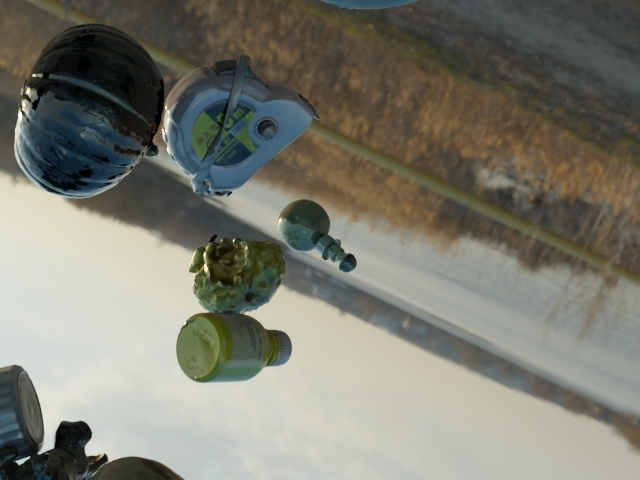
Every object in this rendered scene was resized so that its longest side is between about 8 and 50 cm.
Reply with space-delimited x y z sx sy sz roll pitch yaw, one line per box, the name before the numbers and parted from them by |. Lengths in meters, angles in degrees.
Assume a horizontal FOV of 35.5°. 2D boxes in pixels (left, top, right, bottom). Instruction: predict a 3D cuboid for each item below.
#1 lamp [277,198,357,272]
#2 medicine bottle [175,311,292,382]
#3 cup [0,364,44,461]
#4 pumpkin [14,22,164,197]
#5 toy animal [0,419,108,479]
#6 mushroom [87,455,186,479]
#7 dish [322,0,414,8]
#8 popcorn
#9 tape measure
lamp | 0.000 0.000 1.688 0.163 0.091 0.091 41 -175 26
medicine bottle | -0.142 0.190 1.771 0.122 0.121 0.212 24 -170 37
cup | -0.551 0.314 1.596 0.167 0.202 0.221 -111 7 -59
pumpkin | -0.320 -0.174 1.406 0.216 0.250 0.250 33 175 -32
toy animal | -0.430 0.383 1.542 0.106 0.168 0.343 4 -156 17
mushroom | -0.268 0.421 1.414 0.207 0.215 0.207 43 171 8
dish | 0.067 -0.440 1.210 0.316 0.316 0.106 25 169 19
popcorn | -0.181 0.070 2.174 0.169 0.218 0.189 58 -171 27
tape measure | -0.150 -0.187 1.593 0.197 0.236 0.120 43 -171 -32
